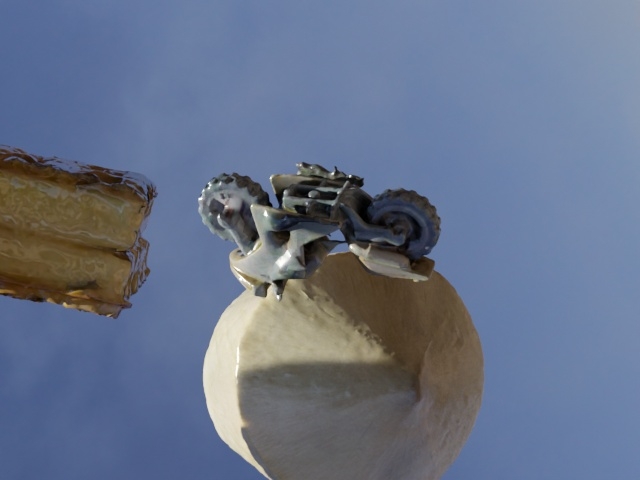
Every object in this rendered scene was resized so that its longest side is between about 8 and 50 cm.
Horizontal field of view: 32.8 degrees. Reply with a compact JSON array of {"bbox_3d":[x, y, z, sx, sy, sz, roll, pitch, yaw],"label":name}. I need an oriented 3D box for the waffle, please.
[{"bbox_3d":[-0.262,-0.030,0.717,0.308,0.091,0.213,12,-176,-7],"label":"waffle"}]

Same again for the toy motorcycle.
[{"bbox_3d":[0.000,0.000,1.009,0.094,0.229,0.130,-61,-28,-54],"label":"toy motorcycle"}]

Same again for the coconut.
[{"bbox_3d":[0.027,0.148,1.188,0.329,0.329,0.329,42,-151,-30],"label":"coconut"}]
